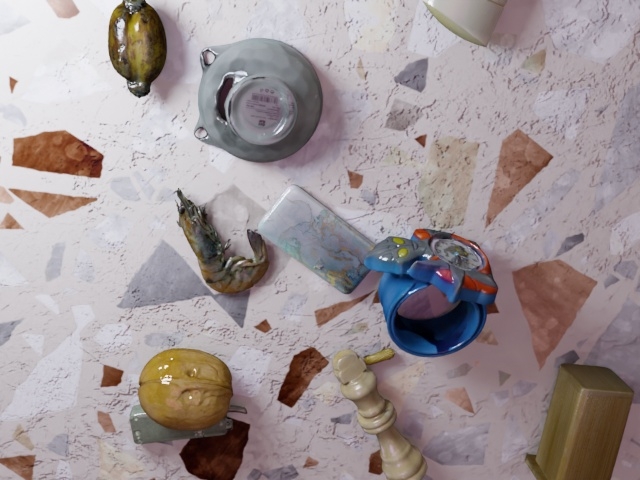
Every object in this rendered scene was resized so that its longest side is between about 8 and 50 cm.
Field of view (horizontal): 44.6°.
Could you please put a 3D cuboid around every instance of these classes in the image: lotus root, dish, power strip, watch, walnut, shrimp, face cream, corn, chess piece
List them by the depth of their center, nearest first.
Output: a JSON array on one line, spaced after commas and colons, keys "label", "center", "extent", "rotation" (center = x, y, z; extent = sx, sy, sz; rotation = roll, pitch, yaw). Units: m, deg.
[{"label": "lotus root", "center": [-0.375, -0.397, 1.598], "extent": [0.120, 0.120, 0.210], "rotation": [0, 111, -6]}, {"label": "face cream", "center": [0.340, -0.595, 1.610], "extent": [0.173, 0.081, 0.349], "rotation": [19, 107, -12]}, {"label": "dish", "center": [-0.129, -0.286, 1.659], "extent": [0.302, 0.120, 0.303], "rotation": [-2, 111, -6]}, {"label": "shrimp", "center": [-0.223, -0.007, 1.788], "extent": [0.169, 0.058, 0.296], "rotation": [-22, 116, 0]}, {"label": "watch", "center": [0.232, 0.131, 1.806], "extent": [0.305, 0.241, 0.275], "rotation": [8, 123, -9]}, {"label": "walnut", "center": [-0.317, 0.351, 1.840], "extent": [0.225, 0.193, 0.193], "rotation": [15, 108, -10]}, {"label": "power strip", "center": [-0.325, 0.445, 1.945], "extent": [0.287, 0.053, 0.093], "rotation": [-5, 109, -4]}, {"label": "corn", "center": [0.150, 0.291, 1.950], "extent": [0.083, 0.027, 0.028], "rotation": [-20, 143, 4]}, {"label": "chess piece", "center": [0.140, 0.441, 1.959], "extent": [0.117, 0.117, 0.397], "rotation": [-27, 110, 4]}]

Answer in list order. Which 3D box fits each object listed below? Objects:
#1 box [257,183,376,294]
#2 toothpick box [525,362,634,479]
[{"label": "box", "center": [0.000, 0.000, 1.820], "extent": [0.285, 0.044, 0.142], "rotation": [36, 99, -17]}, {"label": "toothpick box", "center": [0.672, 0.490, 2.000], "extent": [0.190, 0.187, 0.308], "rotation": [7, 106, -8]}]
